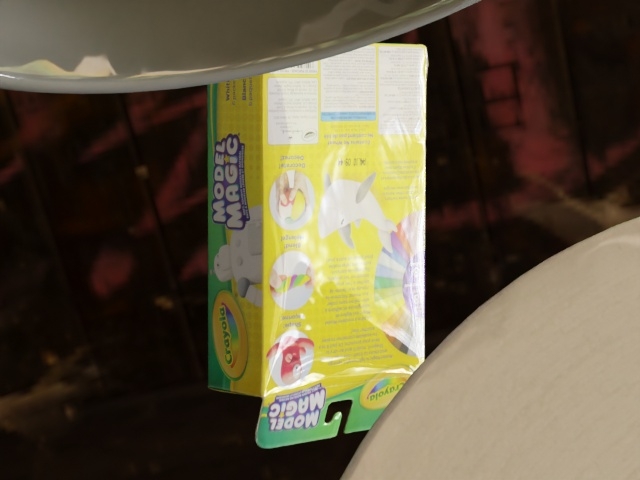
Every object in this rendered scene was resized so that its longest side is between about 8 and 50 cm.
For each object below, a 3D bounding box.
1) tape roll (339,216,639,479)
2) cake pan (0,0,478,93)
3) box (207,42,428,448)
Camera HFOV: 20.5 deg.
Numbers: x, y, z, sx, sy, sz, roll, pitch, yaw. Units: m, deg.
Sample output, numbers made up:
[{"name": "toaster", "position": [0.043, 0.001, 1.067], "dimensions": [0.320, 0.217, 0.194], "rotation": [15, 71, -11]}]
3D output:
[{"name": "tape roll", "position": [0.171, 0.170, 0.521], "dimensions": [0.392, 0.072, 0.392], "rotation": [1, -109, -2]}, {"name": "cake pan", "position": [-0.020, -0.130, 0.541], "dimensions": [0.293, 0.054, 0.293], "rotation": [-13, 164, -4]}, {"name": "box", "position": [0.000, 0.000, 0.800], "dimensions": [0.105, 0.179, 0.043], "rotation": [-3, -176, -42]}]
